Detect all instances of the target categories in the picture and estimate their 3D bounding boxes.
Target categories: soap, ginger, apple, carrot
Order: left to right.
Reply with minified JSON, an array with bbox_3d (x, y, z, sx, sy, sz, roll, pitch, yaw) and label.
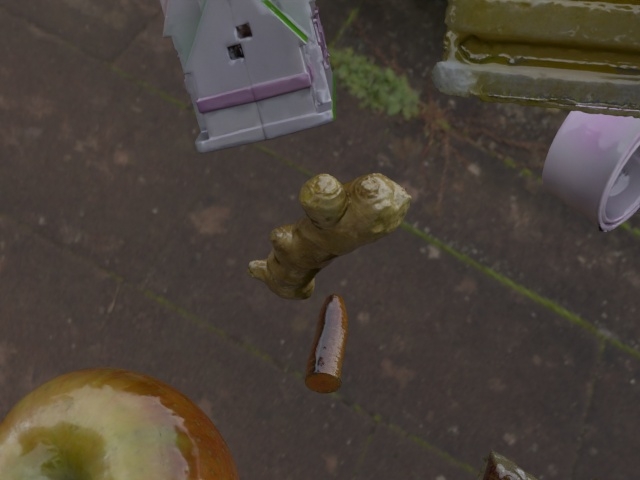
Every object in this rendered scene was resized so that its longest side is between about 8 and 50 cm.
[{"bbox_3d":[-0.150,0.210,0.753,0.210,0.173,0.235,-7,52,21],"label":"apple"},{"bbox_3d":[0.000,0.003,1.136,0.118,0.299,0.065,9,65,-16],"label":"ginger"},{"bbox_3d":[0.014,0.124,1.328,0.048,0.048,0.139,19,51,-8],"label":"carrot"},{"bbox_3d":[0.208,-0.166,0.794,0.233,0.135,0.076,7,15,14],"label":"soap"}]

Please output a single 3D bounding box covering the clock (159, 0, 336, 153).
[{"bbox_3d":[-0.091,-0.270,1.047,0.166,0.310,0.235,-12,18,5],"label":"clock"}]

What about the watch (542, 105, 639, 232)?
[{"bbox_3d":[0.436,-0.136,1.467,0.211,0.248,0.217,39,28,29],"label":"watch"}]

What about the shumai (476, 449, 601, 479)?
[{"bbox_3d":[0.238,0.325,1.171,0.175,0.206,0.166,24,69,-14],"label":"shumai"}]
